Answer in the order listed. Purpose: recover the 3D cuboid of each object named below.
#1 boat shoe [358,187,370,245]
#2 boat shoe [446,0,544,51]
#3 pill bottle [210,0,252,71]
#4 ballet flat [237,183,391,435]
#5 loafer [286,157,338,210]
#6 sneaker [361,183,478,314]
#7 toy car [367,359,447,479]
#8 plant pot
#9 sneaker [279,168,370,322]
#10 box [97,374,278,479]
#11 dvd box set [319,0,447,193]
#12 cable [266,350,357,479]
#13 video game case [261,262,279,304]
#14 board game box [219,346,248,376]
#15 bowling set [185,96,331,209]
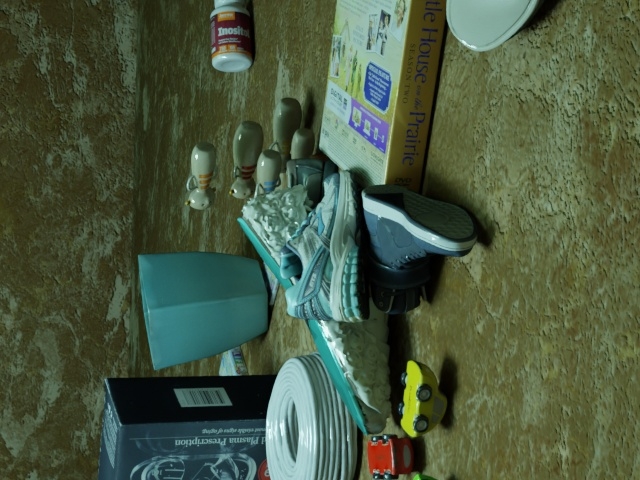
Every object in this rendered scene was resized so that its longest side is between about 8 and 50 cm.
[{"bbox_3d":[0.060,-0.026,1.827,0.133,0.049,0.042,106,151,-43],"label":"boat shoe"},{"bbox_3d":[0.235,-0.340,1.297,0.112,0.095,0.335,43,146,16],"label":"boat shoe"},{"bbox_3d":[-0.188,-0.437,2.511,0.086,0.086,0.152,142,126,-66],"label":"pill bottle"},{"bbox_3d":[0.020,0.082,1.759,0.409,0.147,0.147,59,149,20],"label":"ballet flat"},{"bbox_3d":[-0.030,-0.004,1.913,0.096,0.084,0.268,-77,-3,-75],"label":"loafer"},{"bbox_3d":[0.132,0.029,1.566,0.226,0.086,0.163,31,127,59],"label":"sneaker"},{"bbox_3d":[0.135,0.304,1.578,0.239,0.053,0.225,109,154,-44],"label":"toy car"},{"bbox_3d":[-0.225,0.124,2.341,0.166,0.234,0.165,-109,15,-47],"label":"plant pot"},{"bbox_3d":[0.000,0.000,1.679,0.283,0.122,0.110,-89,-10,-51],"label":"sneaker"},{"bbox_3d":[-0.222,0.422,2.172,0.179,0.343,0.313,-131,45,-61],"label":"box"},{"bbox_3d":[0.091,-0.293,1.728,0.307,0.062,0.421,-132,46,-64],"label":"dvd box set"},{"bbox_3d":[-0.017,0.310,1.964,0.257,0.089,0.257,-151,64,-69],"label":"cable"},{"bbox_3d":[-0.092,0.052,2.319,0.087,0.011,0.122,-110,28,-46],"label":"video game case"},{"bbox_3d":[-0.182,0.296,2.545,0.154,0.026,0.103,-112,30,-49],"label":"board game box"},{"bbox_3d":[-0.078,-0.106,2.050,0.200,0.287,0.154,34,135,28],"label":"bowling set"}]
